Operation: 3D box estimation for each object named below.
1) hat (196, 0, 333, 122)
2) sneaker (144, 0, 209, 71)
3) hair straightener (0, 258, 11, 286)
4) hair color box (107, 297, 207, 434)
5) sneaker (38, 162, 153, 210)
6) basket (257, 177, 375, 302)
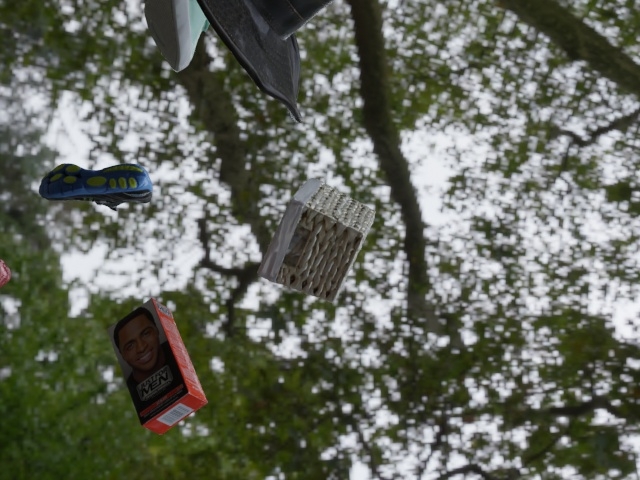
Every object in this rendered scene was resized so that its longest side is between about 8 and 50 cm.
[{"bbox_3d":[-0.029,-0.265,0.853,0.134,0.331,0.331,-21,-116,10],"label":"hat"},{"bbox_3d":[-0.141,-0.323,1.373,0.094,0.151,0.256,53,-25,18],"label":"sneaker"},{"bbox_3d":[-0.522,0.096,1.413,0.089,0.230,0.047,22,-34,37],"label":"hair straightener"},{"bbox_3d":[-0.191,0.145,1.241,0.072,0.043,0.141,-36,-126,9],"label":"hair color box"},{"bbox_3d":[-0.343,-0.075,1.629,0.188,0.078,0.067,0,-127,14],"label":"sneaker"},{"bbox_3d":[0.000,0.000,1.362,0.167,0.103,0.113,-53,168,-75],"label":"basket"}]
